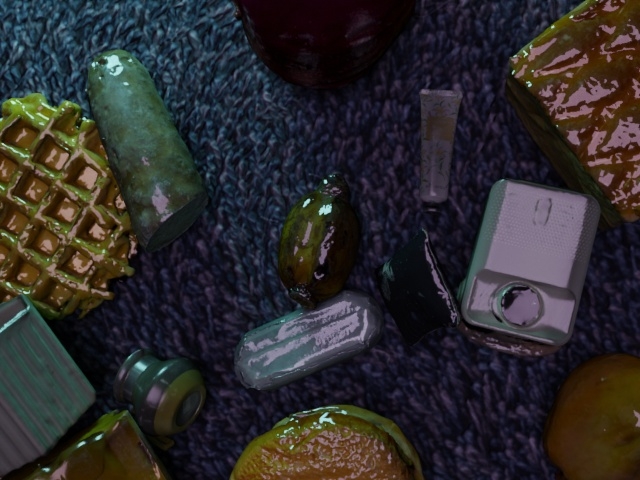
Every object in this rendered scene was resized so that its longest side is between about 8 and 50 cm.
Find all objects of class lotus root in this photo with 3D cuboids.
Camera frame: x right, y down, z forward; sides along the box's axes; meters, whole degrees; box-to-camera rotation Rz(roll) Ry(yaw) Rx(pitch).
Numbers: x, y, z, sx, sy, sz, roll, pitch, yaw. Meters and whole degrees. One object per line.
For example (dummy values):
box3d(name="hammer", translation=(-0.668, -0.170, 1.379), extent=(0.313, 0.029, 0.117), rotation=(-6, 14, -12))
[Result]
box3d(name="lotus root", translation=(0.000, 0.000, 1.237), extent=(0.120, 0.120, 0.210), rotation=(15, 88, 10))

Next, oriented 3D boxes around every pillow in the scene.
box3d(name="pillow", translation=(0.135, 0.073, 1.170), extent=(0.055, 0.208, 0.141), rotation=(-19, 80, -18))

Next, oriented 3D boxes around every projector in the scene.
box3d(name="projector", translation=(0.286, 0.043, 1.153), extent=(0.163, 0.177, 0.243), rotation=(15, 91, 10))

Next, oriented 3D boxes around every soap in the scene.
box3d(name="soap", translation=(-0.328, 0.427, 1.208), extent=(0.259, 0.143, 0.281), rotation=(-31, 96, -17))

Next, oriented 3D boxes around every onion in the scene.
box3d(name="onion", translation=(0.003, -0.400, 1.189), extent=(0.281, 0.260, 0.337), rotation=(4, 87, 5))

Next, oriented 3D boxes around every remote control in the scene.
box3d(name="remote control", translation=(-0.020, 0.155, 1.264), extent=(0.247, 0.052, 0.104), rotation=(-25, 79, 9))

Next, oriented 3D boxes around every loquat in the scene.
box3d(name="loquat", translation=(0.404, 0.262, 1.125), extent=(0.187, 0.176, 0.234), rotation=(49, 120, 48))

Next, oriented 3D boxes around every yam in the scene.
box3d(name="yam", translation=(-0.278, -0.151, 1.288), extent=(0.133, 0.133, 0.330), rotation=(-26, 77, 7))

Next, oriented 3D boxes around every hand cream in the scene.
box3d(name="hand cream", translation=(0.178, -0.137, 1.250), extent=(0.067, 0.042, 0.195), rotation=(3, 83, 11))

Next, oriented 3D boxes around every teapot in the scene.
box3d(name="teapot", translation=(-0.251, 0.248, 1.270), extent=(0.119, 0.130, 0.166), rotation=(25, 120, 24))

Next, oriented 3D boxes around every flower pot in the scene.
box3d(name="flower pot", translation=(-0.476, 0.218, 1.221), extent=(0.209, 0.239, 0.190), rotation=(-17, 110, 37))

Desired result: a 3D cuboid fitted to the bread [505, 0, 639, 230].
box3d(name="bread", translation=(0.432, -0.197, 1.125), extent=(0.279, 0.207, 0.279), rotation=(-38, 83, 7))

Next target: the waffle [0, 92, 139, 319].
box3d(name="waffle", translation=(-0.485, -0.042, 1.337), extent=(0.379, 0.095, 0.382), rotation=(-17, 86, 6))

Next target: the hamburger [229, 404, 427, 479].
box3d(name="hamburger", translation=(0.019, 0.398, 1.183), extent=(0.289, 0.170, 0.314), rotation=(-11, 86, 12))

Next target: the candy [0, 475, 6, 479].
box3d(name="candy", translation=(-0.596, 0.451, 1.304), extent=(0.320, 0.135, 0.180), rotation=(-10, 87, 9))
